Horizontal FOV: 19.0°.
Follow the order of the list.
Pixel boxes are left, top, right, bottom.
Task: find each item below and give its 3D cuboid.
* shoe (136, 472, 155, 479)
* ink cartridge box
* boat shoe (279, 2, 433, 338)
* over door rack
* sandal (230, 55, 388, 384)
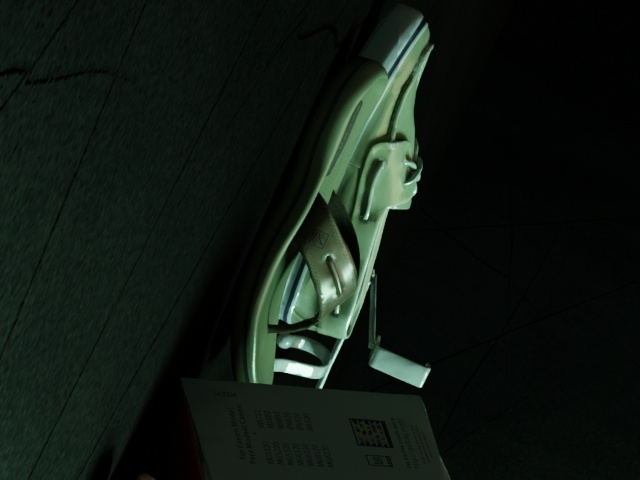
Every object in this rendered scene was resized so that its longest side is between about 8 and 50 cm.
[{"bbox_3d":[-0.131,0.223,1.327,0.063,0.081,0.178,-48,179,-40],"label":"shoe"},{"bbox_3d":[-0.076,0.263,1.494,0.130,0.272,0.309,-109,-148,-49],"label":"ink cartridge box"},{"bbox_3d":[0.040,-0.058,1.677,0.109,0.094,0.302,-47,160,-75],"label":"boat shoe"},{"bbox_3d":[-0.009,0.155,1.923,0.324,0.108,0.239,-116,-132,-69],"label":"over door rack"},{"bbox_3d":[0.000,-0.001,1.569,0.120,0.086,0.302,-43,156,-77],"label":"sandal"}]
